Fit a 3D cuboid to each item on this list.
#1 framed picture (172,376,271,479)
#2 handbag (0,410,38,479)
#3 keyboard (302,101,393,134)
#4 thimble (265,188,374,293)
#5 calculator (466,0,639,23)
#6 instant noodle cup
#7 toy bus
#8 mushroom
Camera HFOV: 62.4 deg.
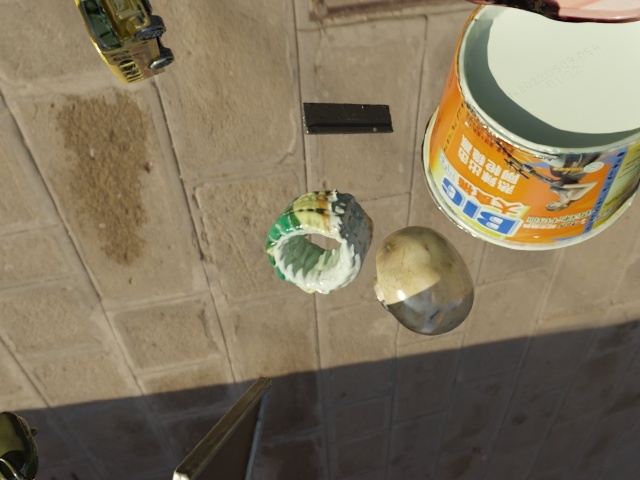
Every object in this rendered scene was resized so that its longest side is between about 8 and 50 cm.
[{"bbox_3d":[-0.128,0.345,0.601,0.020,0.240,0.325,14,101,11],"label":"framed picture"},{"bbox_3d":[-0.391,0.268,0.667,0.072,0.111,0.047,-40,147,-20],"label":"handbag"},{"bbox_3d":[0.054,-0.231,1.007,0.195,0.018,0.060,-6,90,-28],"label":"keyboard"},{"bbox_3d":[0.000,0.000,1.388,0.254,0.167,0.288,35,133,-8],"label":"thimble"},{"bbox_3d":[0.163,-0.276,0.386,0.048,0.329,0.220,15,111,-52],"label":"calculator"},{"bbox_3d":[0.265,-0.152,0.625,0.296,0.297,0.214,-24,160,3],"label":"instant noodle cup"},{"bbox_3d":[-0.337,-0.366,0.919,0.122,0.335,0.121,-25,101,-9],"label":"toy bus"},{"bbox_3d":[0.147,0.061,0.772,0.166,0.166,0.127,22,139,-32],"label":"mushroom"}]
